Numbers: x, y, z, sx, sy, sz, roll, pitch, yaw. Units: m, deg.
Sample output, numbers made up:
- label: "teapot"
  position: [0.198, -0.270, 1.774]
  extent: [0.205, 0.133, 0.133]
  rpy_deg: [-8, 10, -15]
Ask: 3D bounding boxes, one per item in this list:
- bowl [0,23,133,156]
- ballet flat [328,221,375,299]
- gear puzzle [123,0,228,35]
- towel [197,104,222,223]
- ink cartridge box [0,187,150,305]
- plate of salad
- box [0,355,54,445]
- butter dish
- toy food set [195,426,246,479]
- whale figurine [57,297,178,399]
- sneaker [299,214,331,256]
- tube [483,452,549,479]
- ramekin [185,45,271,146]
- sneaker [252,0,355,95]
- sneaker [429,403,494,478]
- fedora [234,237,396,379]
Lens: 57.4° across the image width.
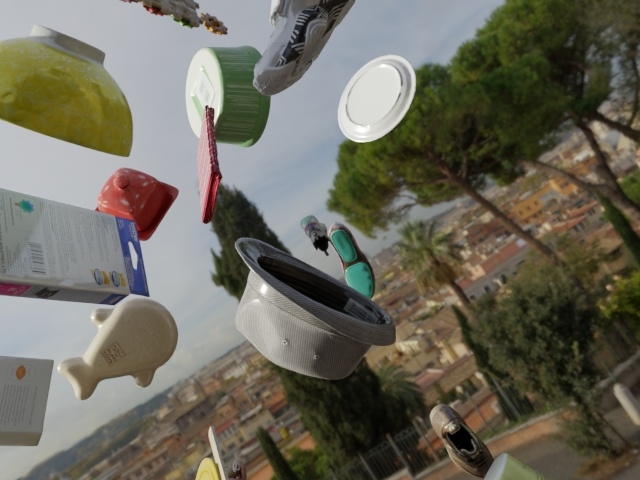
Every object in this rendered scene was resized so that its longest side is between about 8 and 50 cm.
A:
- label: "bowl"
  position: [-0.438, -0.260, 0.969]
  extent: [0.289, 0.289, 0.156]
  rpy_deg: [-10, -59, -78]
- label: "ballet flat"
  position: [0.083, 0.047, 1.480]
  extent: [0.077, 0.221, 0.079]
  rpy_deg: [-22, 19, 15]
- label: "gear puzzle"
  position: [-0.399, -0.619, 1.538]
  extent: [0.339, 0.175, 0.044]
  rpy_deg: [13, -48, -35]
- label: "towel"
  position: [-0.304, -0.205, 1.581]
  extent: [0.031, 0.275, 0.199]
  rpy_deg: [3, -40, -20]
- label: "ink cartridge box"
  position: [-0.468, 0.020, 1.077]
  extent: [0.065, 0.185, 0.311]
  rpy_deg: [-34, -27, 28]
- label: "plate of salad"
  position: [0.121, -0.296, 1.232]
  extent: [0.200, 0.200, 0.048]
  rpy_deg: [-35, -37, 26]
- label: "box"
  position: [-0.549, 0.267, 0.976]
  extent: [0.170, 0.130, 0.091]
  rpy_deg: [11, -36, -25]
- label: "butter dish"
  position: [-0.427, -0.103, 1.305]
  extent: [0.118, 0.160, 0.160]
  rpy_deg: [86, -153, -59]
- label: "toy food set"
  position: [-0.160, 0.433, 0.977]
  extent: [0.071, 0.128, 0.218]
  rpy_deg: [6, -67, -29]
- label: "whale figurine"
  position: [-0.468, 0.253, 1.376]
  extent: [0.272, 0.216, 0.141]
  rpy_deg: [-37, 4, -14]
- label: "sneaker"
  position: [0.000, 0.000, 1.031]
  extent: [0.038, 0.069, 0.098]
  rpy_deg: [-35, -22, 10]
- label: "tube"
  position: [0.255, 0.276, 0.508]
  extent: [0.070, 0.240, 0.062]
  rpy_deg: [-44, -22, -46]
- label: "ramekin"
  position: [-0.286, -0.430, 1.744]
  extent: [0.148, 0.303, 0.303]
  rpy_deg: [-6, -20, -34]
- label: "sneaker"
  position: [-0.057, -0.446, 1.035]
  extent: [0.366, 0.210, 0.137]
  rpy_deg: [-56, 2, -3]
- label: "sneaker"
  position: [0.260, 0.375, 1.041]
  extent: [0.066, 0.188, 0.071]
  rpy_deg: [-41, 20, -1]
- label: "fedora"
  position: [-0.029, 0.115, 0.875]
  extent: [0.124, 0.275, 0.244]
  rpy_deg: [-62, 8, 8]
